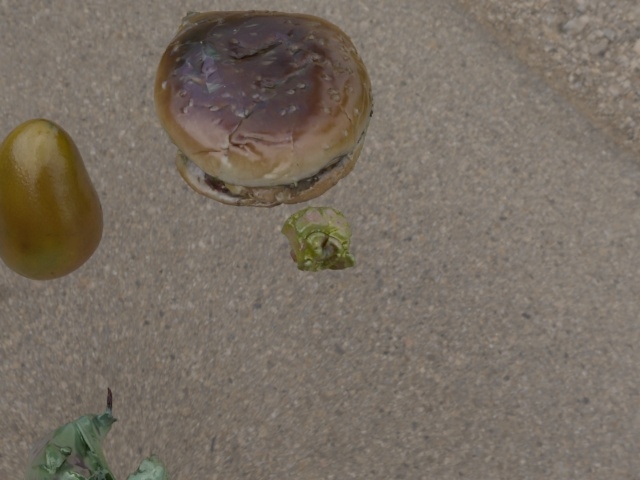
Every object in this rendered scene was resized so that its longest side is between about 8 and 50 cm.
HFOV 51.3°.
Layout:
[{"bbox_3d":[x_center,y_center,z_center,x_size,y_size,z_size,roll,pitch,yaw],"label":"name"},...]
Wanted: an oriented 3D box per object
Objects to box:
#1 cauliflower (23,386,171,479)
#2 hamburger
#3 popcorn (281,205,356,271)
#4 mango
[{"bbox_3d":[-0.234,0.262,0.603,0.239,0.256,0.315,-16,36,-5],"label":"cauliflower"},{"bbox_3d":[-0.066,-0.161,0.758,0.243,0.146,0.286,-30,55,-13],"label":"hamburger"},{"bbox_3d":[-0.001,-0.002,0.934,0.097,0.089,0.109,-37,120,-1],"label":"popcorn"},{"bbox_3d":[-0.341,-0.045,0.836,0.138,0.253,0.113,21,42,-2],"label":"mango"}]
